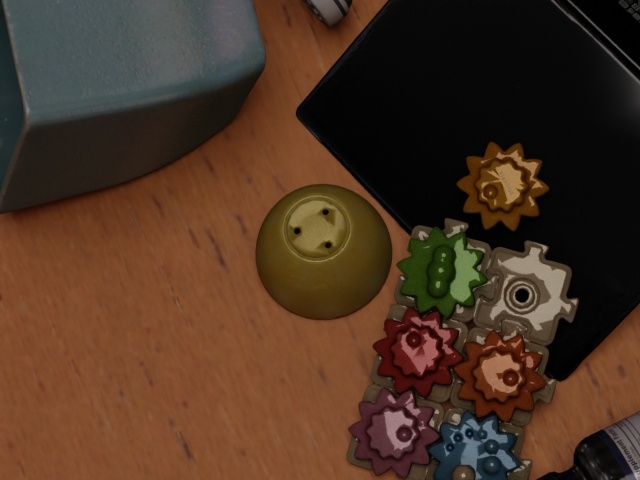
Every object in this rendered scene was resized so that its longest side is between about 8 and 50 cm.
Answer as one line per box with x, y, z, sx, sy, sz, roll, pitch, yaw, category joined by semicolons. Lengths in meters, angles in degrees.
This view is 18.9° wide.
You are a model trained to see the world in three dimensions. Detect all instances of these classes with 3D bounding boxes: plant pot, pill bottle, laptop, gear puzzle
-0.196;-0.191;1.834;0.252;0.248;0.247;-7;73;-19;plant pot
0.000;0.000;1.837;0.134;0.095;0.134;-1;74;4;plant pot
0.307;0.213;1.743;0.219;0.123;0.123;-26;75;-2;pill bottle
0.270;-0.150;1.898;0.408;0.236;0.382;-34;74;-34;laptop
0.146;0.072;1.798;0.175;0.044;0.339;16;88;11;gear puzzle

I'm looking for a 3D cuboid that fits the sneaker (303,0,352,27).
-0.035;-0.368;1.923;0.127;0.126;0.321;-33;74;1;sneaker
